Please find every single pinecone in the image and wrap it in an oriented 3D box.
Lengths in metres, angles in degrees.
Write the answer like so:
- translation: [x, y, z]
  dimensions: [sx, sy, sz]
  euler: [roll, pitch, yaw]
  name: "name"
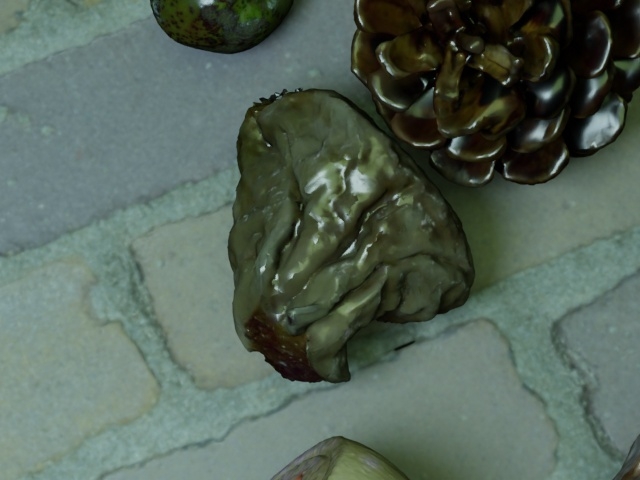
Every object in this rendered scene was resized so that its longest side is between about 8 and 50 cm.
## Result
- translation: [0.136, -0.160, 1.375]
  dimensions: [0.244, 0.309, 0.244]
  euler: [-1, 87, 28]
  name: "pinecone"

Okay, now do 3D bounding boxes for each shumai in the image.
- translation: [0.004, 0.001, 1.357]
  dimensions: [0.184, 0.185, 0.218]
  euler: [-14, 110, 34]
  name: "shumai"

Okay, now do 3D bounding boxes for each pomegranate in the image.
- translation: [-0.100, -0.236, 1.472]
  dimensions: [0.163, 0.125, 0.138]
  euler: [29, 93, 10]
  name: "pomegranate"

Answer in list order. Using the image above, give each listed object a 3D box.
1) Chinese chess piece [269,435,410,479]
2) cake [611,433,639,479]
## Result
- translation: [-0.031, 0.271, 1.275]
  dimensions: [0.112, 0.270, 0.270]
  euler: [45, 83, -4]
  name: "Chinese chess piece"
- translation: [0.319, 0.298, 1.268]
  dimensions: [0.309, 0.230, 0.237]
  euler: [38, 83, 11]
  name: "cake"
